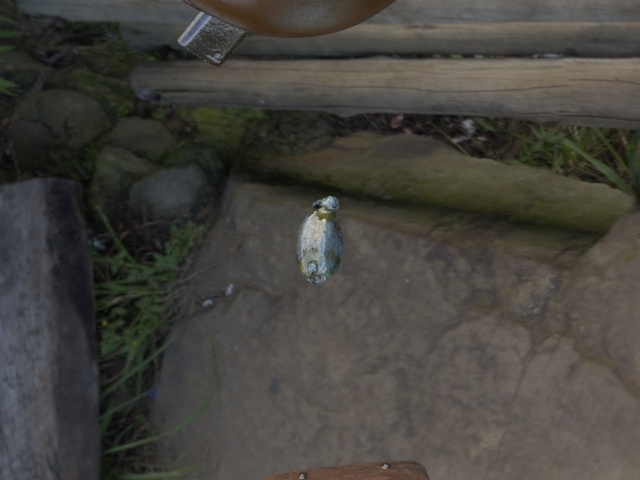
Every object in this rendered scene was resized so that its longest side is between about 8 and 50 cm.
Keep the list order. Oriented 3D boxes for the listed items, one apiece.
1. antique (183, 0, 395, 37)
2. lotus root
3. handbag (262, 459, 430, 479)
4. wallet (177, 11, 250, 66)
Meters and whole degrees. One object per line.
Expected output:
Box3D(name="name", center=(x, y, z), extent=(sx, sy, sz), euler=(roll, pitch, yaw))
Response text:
Box3D(name="antique", center=(-0.003, -0.266, 0.557), extent=(0.278, 0.129, 0.223), euler=(-39, 111, -1))
Box3D(name="lotus root", center=(-0.001, 0.000, 1.455), extent=(0.088, 0.088, 0.165), euler=(1, 82, 34))
Box3D(name="handbag", center=(0.031, 0.317, 0.857), extent=(0.193, 0.072, 0.151), euler=(-7, 108, -8))
Box3D(name="wallet", center=(-0.188, -0.444, 1.611), extent=(0.198, 0.110, 0.031), euler=(-42, 38, 27))
